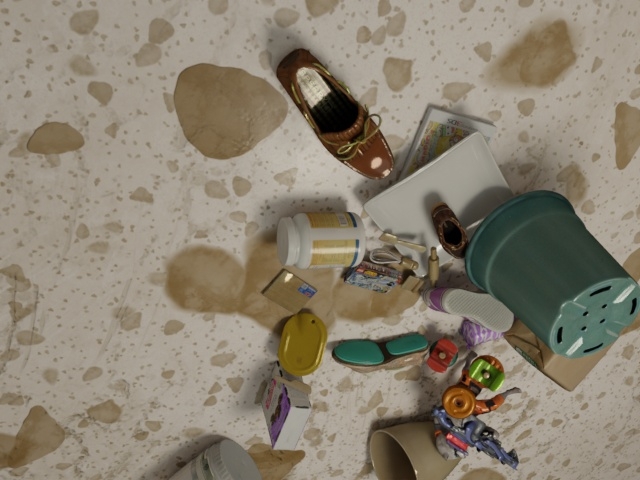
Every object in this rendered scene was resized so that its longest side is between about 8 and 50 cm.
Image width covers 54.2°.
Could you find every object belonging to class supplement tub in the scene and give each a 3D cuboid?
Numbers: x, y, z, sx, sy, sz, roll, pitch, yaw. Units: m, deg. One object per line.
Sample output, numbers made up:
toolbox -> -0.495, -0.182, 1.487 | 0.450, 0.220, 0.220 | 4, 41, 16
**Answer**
supplement tub -> 0.000, 0.000, 1.585 | 0.200, 0.144, 0.144 | -1, 120, -18

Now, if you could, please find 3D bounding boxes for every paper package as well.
paper package -> 0.767, 0.278, 1.933 | 0.309, 0.168, 0.325 | -52, 138, 3

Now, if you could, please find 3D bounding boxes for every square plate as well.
square plate -> 0.331, -0.091, 1.673 | 0.344, 0.049, 0.347 | -33, 130, 11

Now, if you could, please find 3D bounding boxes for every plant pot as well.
plant pot -> 0.604, 0.098, 1.603 | 0.342, 0.334, 0.340 | -11, 126, -15
plant pot -> 0.348, 0.711, 2.097 | 0.274, 0.256, 0.256 | -14, 125, -30

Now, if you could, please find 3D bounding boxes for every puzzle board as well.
puzzle board -> -0.083, 0.142, 1.725 | 0.128, 0.011, 0.096 | 35, 103, -33

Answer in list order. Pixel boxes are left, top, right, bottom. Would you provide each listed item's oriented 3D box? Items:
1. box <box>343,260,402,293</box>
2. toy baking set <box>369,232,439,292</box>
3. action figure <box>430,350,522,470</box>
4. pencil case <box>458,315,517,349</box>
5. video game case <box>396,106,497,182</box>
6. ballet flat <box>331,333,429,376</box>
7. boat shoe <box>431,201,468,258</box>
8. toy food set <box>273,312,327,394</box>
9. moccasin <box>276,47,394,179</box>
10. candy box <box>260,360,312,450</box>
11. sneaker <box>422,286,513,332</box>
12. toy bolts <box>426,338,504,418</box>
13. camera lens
box -> 0.145, 0.102, 1.732 | 0.137, 0.027, 0.094 | 16, 144, -18
toy baking set -> 0.233, 0.071, 1.729 | 0.197, 0.030, 0.256 | -4, 138, 1
action figure -> 0.498, 0.578, 2.008 | 0.341, 0.178, 0.330 | 43, 74, -7
pencil case -> 0.549, 0.283, 1.976 | 0.206, 0.086, 0.088 | -10, 93, -12
video game case -> 0.329, -0.219, 1.637 | 0.207, 0.026, 0.226 | 10, 116, -23
ballet flat -> 0.181, 0.361, 1.893 | 0.316, 0.107, 0.106 | -3, 128, -16
boat shoe -> 0.349, -0.010, 1.665 | 0.073, 0.073, 0.207 | -32, 132, 9
toy food set -> -0.054, 0.311, 1.780 | 0.128, 0.071, 0.217 | 15, 89, 3
moccasin -> 0.053, -0.274, 1.436 | 0.139, 0.147, 0.380 | -35, 124, 4
candy box -> -0.102, 0.473, 1.804 | 0.070, 0.196, 0.164 | 11, 116, -22
sneaker -> 0.430, 0.190, 1.849 | 0.282, 0.161, 0.102 | 23, 81, -25
toy bolts -> 0.423, 0.409, 1.922 | 0.218, 0.229, 0.158 | -54, 166, 5
camera lens -> -0.339, 0.763, 1.886 | 0.274, 0.219, 0.219 | -40, 124, 7
